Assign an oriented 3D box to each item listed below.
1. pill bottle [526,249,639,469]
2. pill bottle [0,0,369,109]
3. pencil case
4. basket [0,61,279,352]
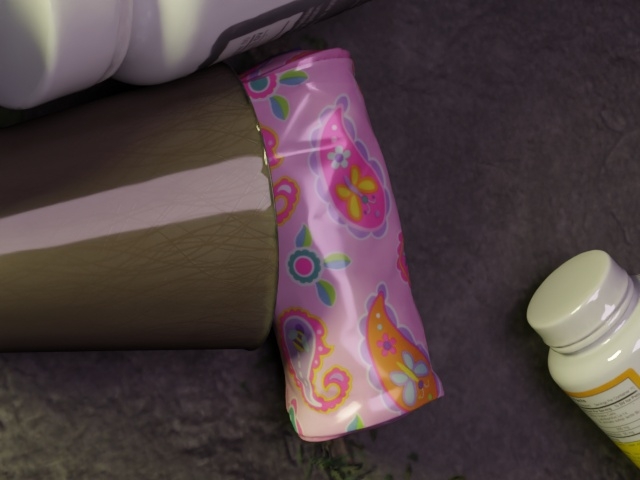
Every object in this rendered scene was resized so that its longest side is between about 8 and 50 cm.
[{"bbox_3d":[0.265,0.109,1.348,0.215,0.117,0.117,45,68,-18],"label":"pill bottle"},{"bbox_3d":[-0.078,-0.225,1.122,0.361,0.204,0.204,-26,99,-35],"label":"pill bottle"},{"bbox_3d":[0.000,0.000,1.224,0.124,0.124,0.284,-18,94,-27],"label":"pencil case"},{"bbox_3d":[-0.161,-0.004,1.123,0.227,0.154,0.204,-10,105,-23],"label":"basket"}]
